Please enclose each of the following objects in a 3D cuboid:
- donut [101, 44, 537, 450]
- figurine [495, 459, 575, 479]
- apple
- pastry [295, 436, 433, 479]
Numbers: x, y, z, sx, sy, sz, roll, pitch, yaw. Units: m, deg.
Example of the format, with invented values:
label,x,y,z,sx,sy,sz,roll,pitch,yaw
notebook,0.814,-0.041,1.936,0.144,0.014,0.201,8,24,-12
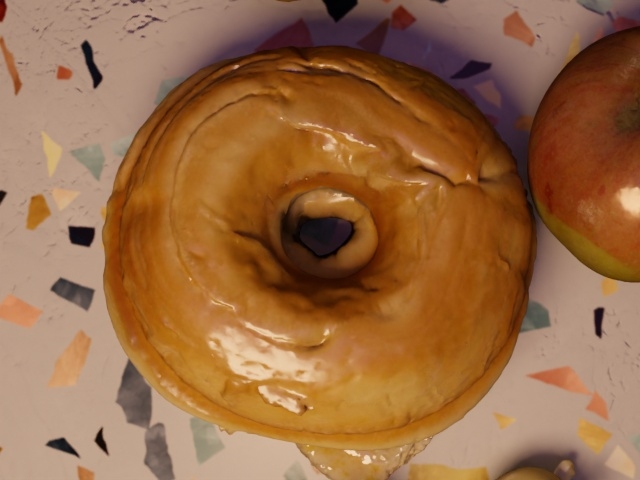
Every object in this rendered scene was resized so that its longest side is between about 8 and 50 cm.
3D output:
label,x,y,z,sx,sy,sz,roll,pitch,yaw
donut,0.000,0.000,0.926,0.448,0.198,0.449,0,77,-2
figurine,0.119,0.357,0.969,0.394,0.226,0.275,-34,117,-2
apple,0.327,-0.086,0.905,0.260,0.194,0.261,2,56,-4
pastry,-0.013,0.188,1.026,0.258,0.089,0.121,36,84,4
